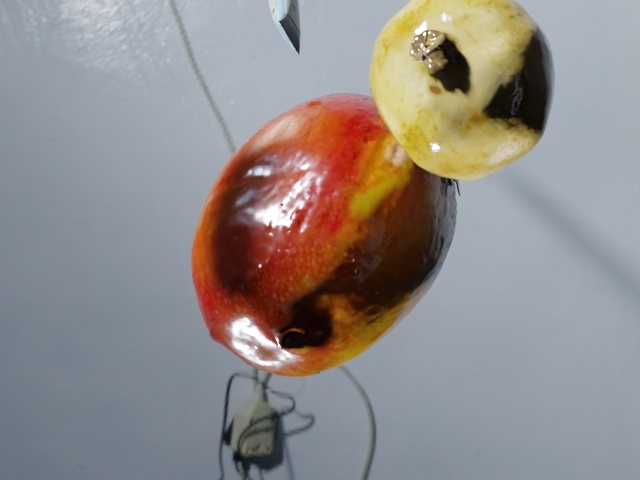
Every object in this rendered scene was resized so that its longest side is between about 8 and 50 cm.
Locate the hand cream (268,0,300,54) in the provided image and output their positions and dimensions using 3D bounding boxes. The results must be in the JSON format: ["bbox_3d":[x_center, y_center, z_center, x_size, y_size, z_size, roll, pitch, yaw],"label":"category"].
[{"bbox_3d":[-0.050,-0.332,1.455,0.043,0.171,0.065,-22,137,14],"label":"hand cream"}]

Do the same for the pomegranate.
[{"bbox_3d":[0.129,-0.151,0.982,0.196,0.196,0.196,1,113,3],"label":"pomegranate"}]

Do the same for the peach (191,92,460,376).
[{"bbox_3d":[-0.001,-0.001,1.298,0.372,0.373,0.290,-25,135,13],"label":"peach"}]
